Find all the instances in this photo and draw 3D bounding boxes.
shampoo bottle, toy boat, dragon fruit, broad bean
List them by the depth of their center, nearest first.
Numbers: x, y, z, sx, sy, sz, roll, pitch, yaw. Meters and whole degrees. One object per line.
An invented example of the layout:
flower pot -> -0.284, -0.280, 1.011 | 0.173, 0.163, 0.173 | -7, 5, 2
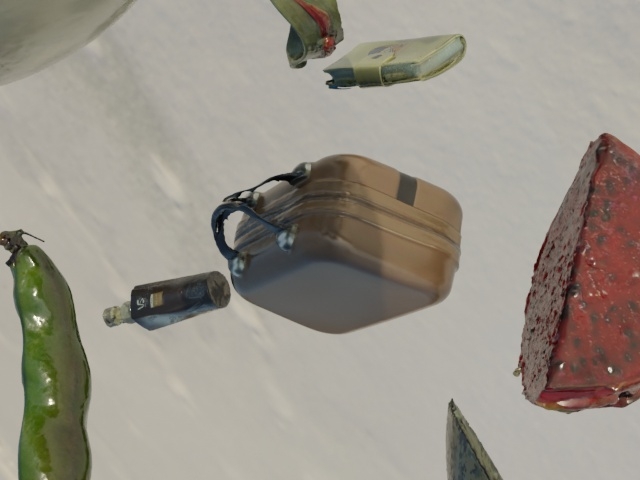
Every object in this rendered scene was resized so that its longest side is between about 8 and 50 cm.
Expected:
broad bean -> -0.206, 0.113, 0.896 | 0.046, 0.065, 0.255 | -27, 65, 42
dragon fruit -> 0.312, 0.072, 1.272 | 0.152, 0.317, 0.205 | 18, 156, -2
toy boat -> -0.015, -0.245, 1.295 | 0.185, 0.071, 0.089 | 71, -177, -70
shampoo bottle -> -0.228, 0.093, 1.709 | 0.207, 0.057, 0.063 | -14, 147, 29

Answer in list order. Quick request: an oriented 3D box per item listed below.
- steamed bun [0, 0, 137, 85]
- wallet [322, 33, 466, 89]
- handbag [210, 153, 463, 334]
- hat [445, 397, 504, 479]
steamed bun -> -0.181, -0.227, 0.529 | 0.324, 0.206, 0.324 | 10, 107, 33
wallet -> 0.090, -0.218, 1.448 | 0.155, 0.110, 0.039 | 2, 119, 42
handbag -> 0.000, 0.000, 1.460 | 0.283, 0.149, 0.302 | 21, 158, -24
hat -> 0.130, 0.274, 0.981 | 0.265, 0.128, 0.265 | 59, 180, 1
